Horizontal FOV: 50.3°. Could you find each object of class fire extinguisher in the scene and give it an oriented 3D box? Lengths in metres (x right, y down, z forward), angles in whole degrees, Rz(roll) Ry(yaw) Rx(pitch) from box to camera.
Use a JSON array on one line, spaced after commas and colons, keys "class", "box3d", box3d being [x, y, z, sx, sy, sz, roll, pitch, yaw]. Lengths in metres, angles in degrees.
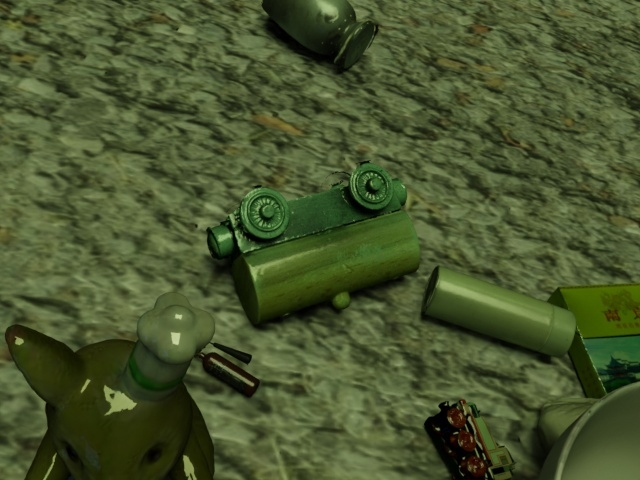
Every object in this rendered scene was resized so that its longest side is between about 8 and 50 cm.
[{"class": "fire extinguisher", "box3d": [-0.117, 0.149, 0.841, 0.100, 0.046, 0.032, 31, 40, 8]}]

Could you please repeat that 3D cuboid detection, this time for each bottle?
[{"class": "bottle", "box3d": [0.247, 0.100, 0.952, 0.201, 0.072, 0.072, 19, 52, 0]}]

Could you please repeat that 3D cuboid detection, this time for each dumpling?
[{"class": "dumpling", "box3d": [0.345, 0.239, 0.827, 0.150, 0.176, 0.093, -12, 80, 5]}]

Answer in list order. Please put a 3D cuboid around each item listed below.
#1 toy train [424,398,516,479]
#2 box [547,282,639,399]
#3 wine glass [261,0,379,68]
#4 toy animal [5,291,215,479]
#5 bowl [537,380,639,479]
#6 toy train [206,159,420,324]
[{"class": "toy train", "box3d": [0.207, 0.304, 0.806, 0.085, 0.053, 0.250, -6, 55, -28]}, {"class": "box", "box3d": [0.459, 0.210, 0.940, 0.186, 0.047, 0.335, -2, 54, -14]}, {"class": "wine glass", "box3d": [-0.006, -0.405, 1.236, 0.204, 0.111, 0.111, 37, 54, 8]}, {"class": "toy animal", "box3d": [-0.184, 0.179, 0.624, 0.181, 0.363, 0.181, -2, 69, -11]}, {"class": "bowl", "box3d": [0.290, 0.269, 0.545, 0.286, 0.144, 0.287, 7, 53, -9]}, {"class": "toy train", "box3d": [-0.003, 0.003, 0.952, 0.307, 0.126, 0.190, -16, 92, -24]}]
